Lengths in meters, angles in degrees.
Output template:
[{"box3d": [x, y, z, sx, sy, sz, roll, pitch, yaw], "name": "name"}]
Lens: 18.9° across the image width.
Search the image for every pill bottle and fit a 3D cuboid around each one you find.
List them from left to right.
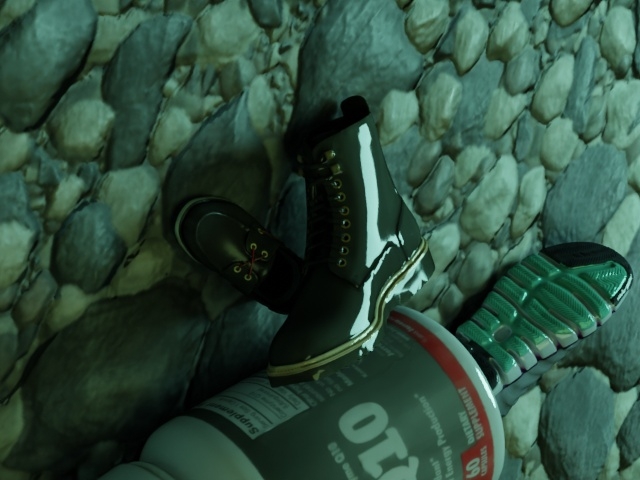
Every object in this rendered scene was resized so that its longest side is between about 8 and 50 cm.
[{"box3d": [-0.023, 0.171, 1.340, 0.283, 0.161, 0.161, -28, 129, -32], "name": "pill bottle"}]

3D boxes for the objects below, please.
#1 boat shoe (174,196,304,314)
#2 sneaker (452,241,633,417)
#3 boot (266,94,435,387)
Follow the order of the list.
[{"box3d": [-0.048, 0.010, 1.320, 0.049, 0.042, 0.133, -56, 137, -4], "name": "boat shoe"}, {"box3d": [0.156, 0.085, 1.553, 0.224, 0.083, 0.098, -32, 152, -23], "name": "sneaker"}, {"box3d": [0.000, 0.000, 1.302, 0.198, 0.077, 0.137, -50, 125, -56], "name": "boot"}]
